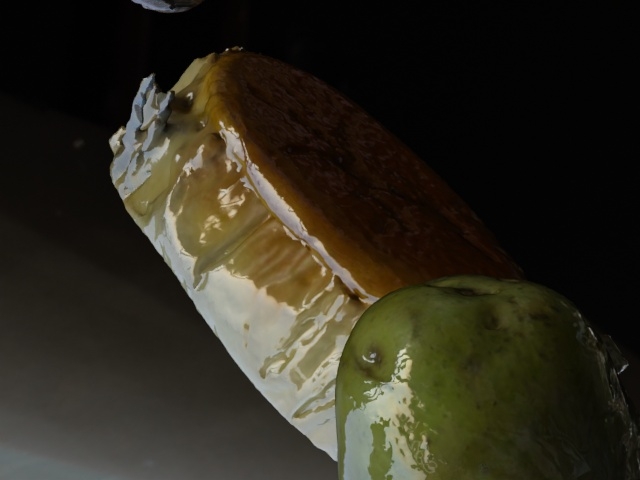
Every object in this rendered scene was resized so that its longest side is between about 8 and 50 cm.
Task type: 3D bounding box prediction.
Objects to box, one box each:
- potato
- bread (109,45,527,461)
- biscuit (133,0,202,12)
[{"bbox_3d":[0.104,0.132,0.764,0.197,0.149,0.228,-10,-80,-47],"label":"potato"},{"bbox_3d":[0.006,0.001,1.075,0.388,0.183,0.236,50,-163,24],"label":"bread"},{"bbox_3d":[-0.144,-0.283,1.142,0.228,0.031,0.176,67,-148,-41],"label":"biscuit"}]
